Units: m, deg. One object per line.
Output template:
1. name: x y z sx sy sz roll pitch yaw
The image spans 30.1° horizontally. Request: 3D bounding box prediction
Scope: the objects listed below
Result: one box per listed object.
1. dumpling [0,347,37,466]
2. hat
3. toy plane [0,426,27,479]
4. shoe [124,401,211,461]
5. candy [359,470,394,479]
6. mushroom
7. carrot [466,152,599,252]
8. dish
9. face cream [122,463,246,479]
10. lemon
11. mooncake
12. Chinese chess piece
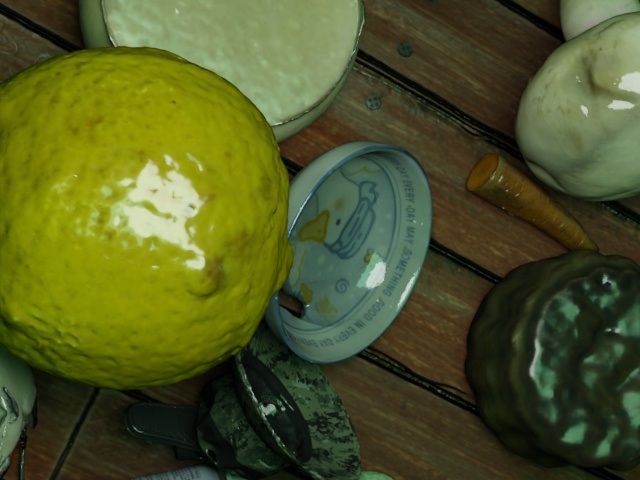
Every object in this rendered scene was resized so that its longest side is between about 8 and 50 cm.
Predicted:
1. dumpling: -0.410 0.155 1.280 0.204 0.293 0.163 -46 146 15
2. hat: -0.071 0.204 1.378 0.128 0.265 0.265 -31 97 17
3. toy plane: -0.361 0.214 1.357 0.060 0.037 0.145 4 87 -21
4. shoe: -0.168 0.229 1.408 0.159 0.053 0.062 19 43 -34
5. candy: -0.102 0.373 1.406 0.440 0.119 0.119 -13 91 -11
6. mushroom: 0.402 -0.184 1.499 0.315 0.356 0.315 7 118 12
7. carrot: 0.291 -0.036 1.568 0.210 0.061 0.061 33 78 -18
8. dish: 0.000 0.000 1.431 0.273 0.134 0.273 -25 125 -41
9. face cream: -0.194 0.309 1.383 0.229 0.075 0.075 -9 90 -17
10. lemon: -0.211 -0.025 1.204 0.387 0.350 0.349 15 83 -10
11. mooncake: 0.336 0.152 1.512 0.290 0.161 0.290 2 85 -18
12. Chinese chess piece: -0.115 -0.271 1.408 0.338 0.140 0.338 1 88 -18
